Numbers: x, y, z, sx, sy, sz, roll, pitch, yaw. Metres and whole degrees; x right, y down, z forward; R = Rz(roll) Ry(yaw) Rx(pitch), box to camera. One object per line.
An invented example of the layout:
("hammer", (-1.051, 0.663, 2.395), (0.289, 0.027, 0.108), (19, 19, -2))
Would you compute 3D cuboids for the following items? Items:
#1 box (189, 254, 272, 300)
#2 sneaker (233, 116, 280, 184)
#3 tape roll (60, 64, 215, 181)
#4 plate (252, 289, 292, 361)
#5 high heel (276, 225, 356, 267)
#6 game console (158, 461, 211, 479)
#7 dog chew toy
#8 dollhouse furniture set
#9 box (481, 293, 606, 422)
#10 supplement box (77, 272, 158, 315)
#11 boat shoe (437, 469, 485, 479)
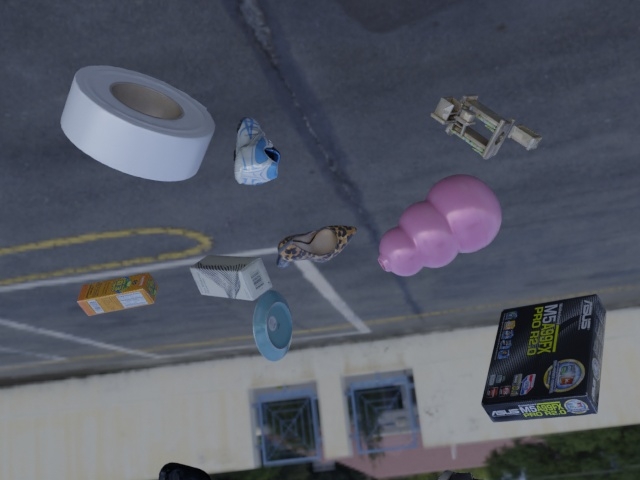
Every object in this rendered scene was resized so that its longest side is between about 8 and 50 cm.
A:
("box", (-0.285, 0.115, 2.406), (0.275, 0.113, 0.094), (-1, -152, 47))
("sneaker", (-0.121, -0.168, 1.445), (0.086, 0.237, 0.085), (5, 119, -9))
("tape roll", (-0.353, -0.233, 1.495), (0.286, 0.286, 0.100), (6, 122, -38))
("plate", (-0.116, 0.224, 2.006), (0.024, 0.188, 0.188), (-6, 167, 29))
("high heel", (0.000, 0.000, 2.137), (0.261, 0.093, 0.186), (-23, 168, -14))
("game console", (-0.214, 0.558, 1.304), (0.213, 0.361, 0.044), (3, -170, 17))
("dog chew toy", (0.294, -0.025, 1.942), (0.332, 0.207, 0.206), (-33, 166, -8))
("dollhouse furniture set", (0.337, -0.216, 1.603), (0.161, 0.182, 0.101), (-16, 139, -49))
("box", (0.457, 0.237, 1.547), (0.216, 0.270, 0.060), (-15, 123, 36))
("supplement box", (-0.622, 0.165, 2.342), (0.233, 0.078, 0.080), (-10, 133, 12))
("boat shoe", (0.147, 0.419, 0.928), (0.095, 0.112, 0.335), (5, -144, 29))
